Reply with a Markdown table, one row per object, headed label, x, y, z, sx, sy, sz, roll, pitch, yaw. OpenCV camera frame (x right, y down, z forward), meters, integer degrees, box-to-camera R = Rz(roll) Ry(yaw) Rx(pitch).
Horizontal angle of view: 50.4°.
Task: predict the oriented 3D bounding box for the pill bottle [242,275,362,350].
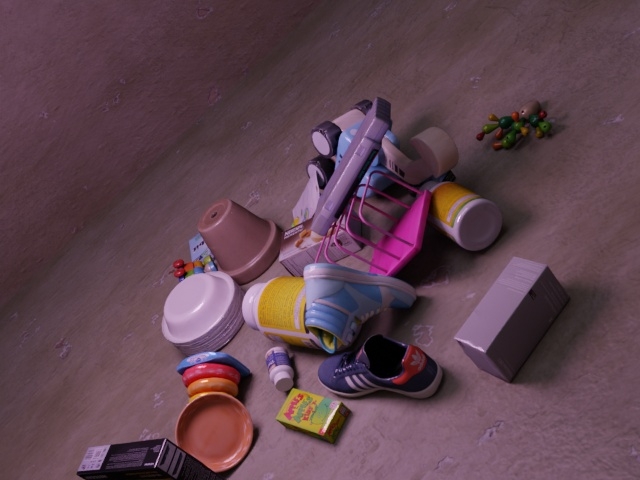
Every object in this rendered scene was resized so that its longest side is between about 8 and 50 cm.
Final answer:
| label | x | y | z | sx | sy | sz | roll | pitch | yaw |
| --- | --- | --- | --- | --- | --- | --- | --- | --- | --- |
| pill bottle | -0.059 | 0.193 | 1.863 | 0.334 | 0.188 | 0.188 | 0 | 51 | 46 |

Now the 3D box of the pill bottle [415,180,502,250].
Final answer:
| label | x | y | z | sx | sy | sz | roll | pitch | yaw |
| --- | --- | --- | --- | --- | --- | --- | --- | --- | --- |
| pill bottle | 0.353 | -0.077 | 1.788 | 0.136 | 0.136 | 0.246 | -43 | 30 | -2 |

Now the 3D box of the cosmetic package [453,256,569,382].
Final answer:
| label | x | y | z | sx | sy | sz | roll | pitch | yaw |
| --- | --- | --- | --- | --- | --- | --- | --- | --- | --- |
| cosmetic package | 0.410 | 0.167 | 1.455 | 0.238 | 0.127 | 0.107 | -53 | 33 | -14 |

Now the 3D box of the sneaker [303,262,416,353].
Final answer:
| label | x | y | z | sx | sy | sz | roll | pitch | yaw |
| --- | --- | --- | --- | --- | --- | --- | --- | --- | --- |
| sneaker | 0.093 | 0.184 | 1.679 | 0.127 | 0.319 | 0.208 | -24 | 57 | 61 |

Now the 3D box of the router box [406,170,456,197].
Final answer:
| label | x | y | z | sx | sy | sz | roll | pitch | yaw |
| --- | --- | --- | --- | --- | --- | --- | --- | --- | --- |
| router box | 0.327 | -0.170 | 2.019 | 0.122 | 0.038 | 0.092 | 13 | 60 | 52 |

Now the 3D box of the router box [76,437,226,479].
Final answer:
| label | x | y | z | sx | sy | sz | roll | pitch | yaw |
| --- | --- | --- | --- | --- | --- | --- | --- | --- | --- |
| router box | -0.423 | 0.602 | 1.717 | 0.309 | 0.243 | 0.081 | -17 | 40 | 34 |

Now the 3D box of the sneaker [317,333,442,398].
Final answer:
| label | x | y | z | sx | sy | sz | roll | pitch | yaw |
| --- | --- | --- | --- | --- | --- | --- | --- | --- | --- |
| sneaker | 0.111 | 0.286 | 1.610 | 0.350 | 0.148 | 0.131 | -11 | 44 | 40 |

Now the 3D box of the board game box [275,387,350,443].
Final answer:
| label | x | y | z | sx | sy | sz | roll | pitch | yaw |
| --- | --- | --- | --- | --- | --- | --- | --- | --- | --- |
| board game box | -0.021 | 0.430 | 1.678 | 0.181 | 0.043 | 0.092 | 2 | 53 | 48 |

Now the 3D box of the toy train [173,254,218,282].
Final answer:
| label | x | y | z | sx | sy | sz | roll | pitch | yaw |
| --- | --- | --- | --- | --- | --- | --- | --- | --- | --- |
| toy train | -0.447 | 0.096 | 2.451 | 0.143 | 0.105 | 0.248 | -26 | 23 | -4 |

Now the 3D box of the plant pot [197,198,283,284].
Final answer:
| label | x | y | z | sx | sy | sz | roll | pitch | yaw |
| --- | --- | --- | --- | --- | --- | --- | --- | --- | --- |
| plant pot | -0.295 | -0.015 | 2.322 | 0.263 | 0.229 | 0.263 | -29 | 35 | 22 |

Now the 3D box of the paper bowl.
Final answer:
| label | x | y | z | sx | sy | sz | roll | pitch | yaw |
| --- | --- | --- | --- | --- | --- | --- | --- | --- | --- |
| paper bowl | -0.389 | 0.220 | 2.193 | 0.284 | 0.148 | 0.284 | -22 | 41 | 20 |

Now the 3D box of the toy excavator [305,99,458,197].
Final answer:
| label | x | y | z | sx | sy | sz | roll | pitch | yaw |
| --- | --- | --- | --- | --- | --- | --- | --- | --- | --- |
| toy excavator | 0.194 | -0.246 | 2.041 | 0.222 | 0.433 | 0.445 | -34 | 63 | -28 |

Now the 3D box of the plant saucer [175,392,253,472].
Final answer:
| label | x | y | z | sx | sy | sz | roll | pitch | yaw |
| --- | --- | --- | --- | --- | --- | --- | --- | --- | --- |
| plant saucer | -0.275 | 0.498 | 1.764 | 0.200 | 0.200 | 0.037 | -51 | -2 | -14 |

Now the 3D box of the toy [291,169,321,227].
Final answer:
| label | x | y | z | sx | sy | sz | roll | pitch | yaw |
| --- | --- | --- | --- | --- | --- | --- | --- | --- | --- |
| toy | -0.030 | -0.105 | 2.220 | 0.237 | 0.056 | 0.136 | 127 | 142 | -50 |

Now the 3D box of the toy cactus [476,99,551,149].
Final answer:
| label | x | y | z | sx | sy | sz | roll | pitch | yaw |
| --- | --- | --- | --- | --- | --- | --- | --- | --- | --- |
| toy cactus | 0.563 | -0.344 | 1.933 | 0.180 | 0.112 | 0.219 | -49 | 23 | -28 |

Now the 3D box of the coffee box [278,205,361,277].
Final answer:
| label | x | y | z | sx | sy | sz | roll | pitch | yaw |
| --- | --- | --- | --- | --- | --- | --- | --- | --- | --- |
| coffee box | 0.000 | 0.000 | 2.109 | 0.247 | 0.098 | 0.141 | -25 | 36 | 24 |

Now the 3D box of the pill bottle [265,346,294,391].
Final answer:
| label | x | y | z | sx | sy | sz | roll | pitch | yaw |
| --- | --- | --- | --- | --- | --- | --- | --- | --- | --- |
| pill bottle | -0.109 | 0.350 | 1.842 | 0.067 | 0.067 | 0.120 | -37 | 32 | 8 |

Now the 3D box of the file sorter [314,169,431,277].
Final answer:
| label | x | y | z | sx | sy | sz | roll | pitch | yaw |
| --- | --- | --- | --- | --- | --- | --- | --- | --- | --- |
| file sorter | 0.131 | -0.016 | 1.801 | 0.290 | 0.182 | 0.202 | -53 | 15 | 50 |

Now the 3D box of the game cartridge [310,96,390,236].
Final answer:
| label | x | y | z | sx | sy | sz | roll | pitch | yaw |
| --- | --- | --- | --- | --- | --- | --- | --- | --- | --- |
| game cartridge | 0.085 | -0.197 | 1.823 | 0.355 | 0.068 | 0.230 | -60 | 12 | 25 |

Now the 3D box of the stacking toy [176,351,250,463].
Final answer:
| label | x | y | z | sx | sy | sz | roll | pitch | yaw |
| --- | --- | --- | --- | --- | --- | --- | --- | --- | --- |
| stacking toy | -0.298 | 0.471 | 1.855 | 0.175 | 0.166 | 0.301 | -18 | 53 | 19 |

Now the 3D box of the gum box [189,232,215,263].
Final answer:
| label | x | y | z | sx | sy | sz | roll | pitch | yaw |
| --- | --- | --- | --- | --- | --- | --- | --- | --- | --- |
| gum box | -0.426 | 0.015 | 2.599 | 0.157 | 0.041 | 0.184 | -36 | 34 | 8 |
